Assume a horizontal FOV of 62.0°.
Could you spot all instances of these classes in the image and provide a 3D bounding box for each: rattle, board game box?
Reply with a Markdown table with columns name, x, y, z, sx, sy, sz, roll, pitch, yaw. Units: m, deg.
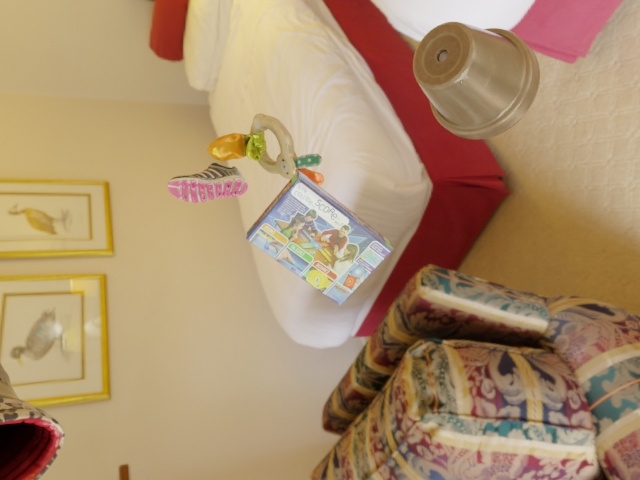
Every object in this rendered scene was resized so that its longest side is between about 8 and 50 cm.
| name | x | y | z | sx | sy | sz | roll | pitch | yaw |
| --- | --- | --- | --- | --- | --- | --- | --- | --- | --- |
| rattle | -0.107 | -0.166 | 1.085 | 0.200 | 0.142 | 0.130 | 48 | 125 | 21 |
| board game box | 0.000 | 0.000 | 0.868 | 0.136 | 0.201 | 0.035 | -48 | 19 | 14 |

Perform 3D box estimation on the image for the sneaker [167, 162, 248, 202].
| name | x | y | z | sx | sy | sz | roll | pitch | yaw |
| --- | --- | --- | --- | --- | --- | --- | --- | --- | --- |
| sneaker | -0.247 | -0.130 | 1.164 | 0.075 | 0.170 | 0.063 | -111 | 20 | -44 |

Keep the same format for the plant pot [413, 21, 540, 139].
| name | x | y | z | sx | sy | sz | roll | pitch | yaw |
| --- | --- | --- | --- | --- | --- | --- | --- | --- | --- |
| plant pot | 0.330 | -0.385 | 1.219 | 0.263 | 0.229 | 0.263 | -8 | 78 | 42 |

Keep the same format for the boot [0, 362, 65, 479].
| name | x | y | z | sx | sy | sz | roll | pitch | yaw |
| --- | --- | --- | --- | --- | --- | --- | --- | --- | --- |
| boot | -0.510 | 0.226 | 0.581 | 0.284 | 0.377 | 0.138 | 14 | 103 | 36 |
